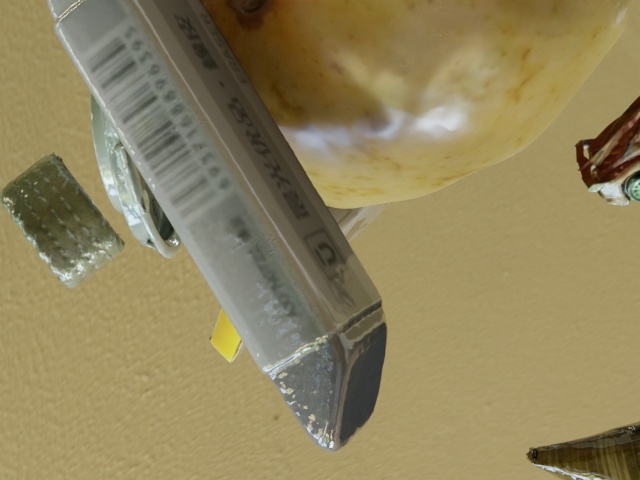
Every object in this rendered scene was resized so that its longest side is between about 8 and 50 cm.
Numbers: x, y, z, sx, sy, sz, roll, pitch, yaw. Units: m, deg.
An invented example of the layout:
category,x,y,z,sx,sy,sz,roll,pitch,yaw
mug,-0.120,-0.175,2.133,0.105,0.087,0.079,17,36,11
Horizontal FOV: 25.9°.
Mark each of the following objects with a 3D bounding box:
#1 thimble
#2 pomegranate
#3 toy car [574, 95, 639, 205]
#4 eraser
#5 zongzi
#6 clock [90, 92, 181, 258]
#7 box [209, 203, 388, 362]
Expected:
category,x,y,z,sx,sy,sz,roll,pitch,yaw
thimble,-0.212,-0.018,1.130,0.062,0.084,0.110,-37,-118,-8
pomegranate,0.046,-0.179,0.960,0.342,0.342,0.343,4,-107,-14
toy car,0.199,-0.071,0.790,0.035,0.122,0.059,31,-149,-21
eraser,-0.059,-0.043,0.812,0.061,0.089,0.352,-33,-92,23
zongzi,0.387,0.310,1.481,0.288,0.134,0.286,-13,-103,1
clock,-0.183,-0.094,1.352,0.053,0.236,0.237,-11,-104,7
box,0.000,0.000,1.229,0.033,0.129,0.247,42,-112,7
